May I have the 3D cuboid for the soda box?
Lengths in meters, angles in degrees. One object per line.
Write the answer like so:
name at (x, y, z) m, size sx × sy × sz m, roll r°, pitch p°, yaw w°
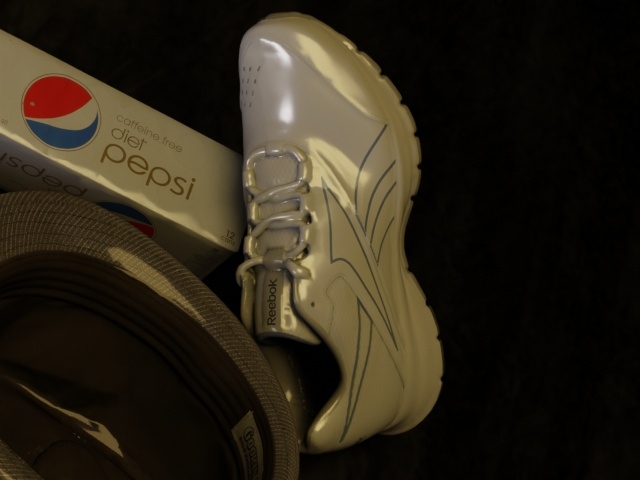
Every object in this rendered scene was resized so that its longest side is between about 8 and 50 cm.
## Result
soda box at (-0.151, -0.056, 1.302) m, size 0.216 × 0.069 × 0.074 m, roll 28°, pitch 58°, yaw -18°

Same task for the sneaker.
sneaker at (0.000, 0.000, 1.277) m, size 0.129 × 0.111 × 0.297 m, roll -26°, pitch 105°, yaw -52°

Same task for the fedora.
fedora at (-0.147, 0.115, 1.186) m, size 0.275 × 0.124 × 0.244 m, roll 42°, pitch 38°, yaw 5°
